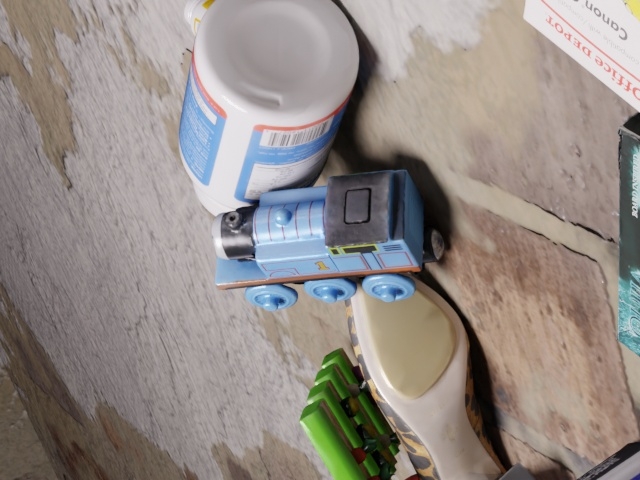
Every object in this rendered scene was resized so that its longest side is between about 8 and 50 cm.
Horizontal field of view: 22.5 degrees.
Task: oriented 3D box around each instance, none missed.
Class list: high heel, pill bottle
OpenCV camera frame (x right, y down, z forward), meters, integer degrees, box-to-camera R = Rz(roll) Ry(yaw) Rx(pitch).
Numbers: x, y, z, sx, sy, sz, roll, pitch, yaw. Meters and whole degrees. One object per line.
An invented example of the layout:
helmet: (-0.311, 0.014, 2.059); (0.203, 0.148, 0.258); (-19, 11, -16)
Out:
high heel: (0.080, 0.133, 1.345); (0.261, 0.093, 0.186); (57, 165, 9)
pill bottle: (-0.079, -0.177, 1.337); (0.083, 0.043, 0.043); (39, 151, 43)
pill bottle: (-0.048, -0.097, 1.263); (0.124, 0.124, 0.221); (54, 158, 13)

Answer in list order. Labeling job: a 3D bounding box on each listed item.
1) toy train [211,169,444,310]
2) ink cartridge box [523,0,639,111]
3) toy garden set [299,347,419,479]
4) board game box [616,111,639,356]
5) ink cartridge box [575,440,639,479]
toy train: (0.000, 0.000, 1.242); (0.105, 0.184, 0.080); (57, -147, -56)
ink cartridge box: (0.167, -0.136, 0.807); (0.115, 0.067, 0.198); (46, 156, 30)
toy garden set: (0.065, 0.199, 1.394); (0.204, 0.049, 0.244); (59, -172, -5)
board game box: (0.226, 0.025, 0.948); (0.126, 0.026, 0.186); (42, 153, 39)
ink cartridge box: (0.182, 0.343, 1.087); (0.307, 0.303, 0.072); (61, 163, -2)
